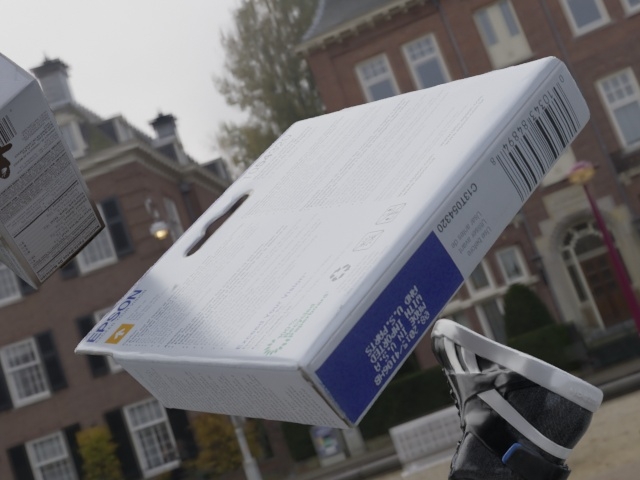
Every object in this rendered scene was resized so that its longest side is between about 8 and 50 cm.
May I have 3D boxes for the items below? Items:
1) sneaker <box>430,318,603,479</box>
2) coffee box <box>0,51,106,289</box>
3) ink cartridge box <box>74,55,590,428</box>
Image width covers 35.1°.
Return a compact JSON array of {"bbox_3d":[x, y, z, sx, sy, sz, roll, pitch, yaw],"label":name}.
[{"bbox_3d":[0.124,0.139,0.810,0.079,0.121,0.217,28,-4,-19],"label":"sneaker"},{"bbox_3d":[-0.302,-0.077,0.914,0.098,0.141,0.246,-47,-20,-20],"label":"coffee box"},{"bbox_3d":[0.000,0.000,0.797,0.330,0.071,0.324,-7,36,54],"label":"ink cartridge box"}]
